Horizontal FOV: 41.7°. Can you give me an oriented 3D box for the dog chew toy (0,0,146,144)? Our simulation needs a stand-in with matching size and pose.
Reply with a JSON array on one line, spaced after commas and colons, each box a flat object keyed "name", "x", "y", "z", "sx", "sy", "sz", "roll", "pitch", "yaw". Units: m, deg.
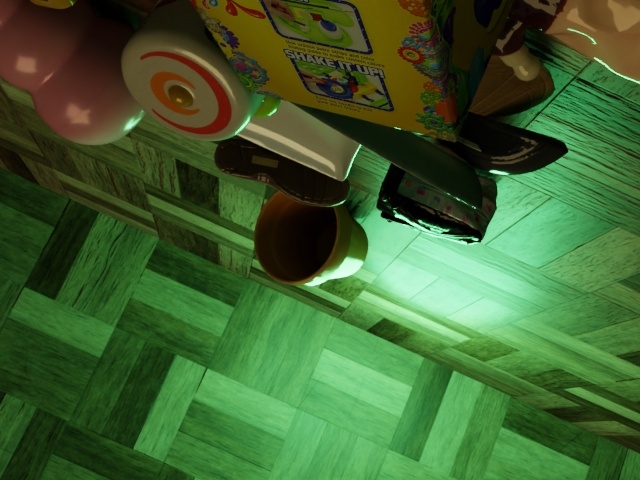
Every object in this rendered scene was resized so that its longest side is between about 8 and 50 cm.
[{"name": "dog chew toy", "x": -0.412, "y": -0.300, "z": 1.293, "sx": 0.332, "sy": 0.207, "sz": 0.206, "roll": 41, "pitch": 159, "yaw": -28}]

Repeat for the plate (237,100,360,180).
[{"name": "plate", "x": -0.061, "y": -0.206, "z": 1.355, "sx": 0.277, "sy": 0.045, "sz": 0.278, "roll": 25, "pitch": 165, "yaw": -1}]

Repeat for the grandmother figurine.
[{"name": "grandmother figurine", "x": 0.222, "y": -0.227, "z": 0.771, "sx": 0.342, "sy": 0.104, "sz": 0.208, "roll": 27, "pitch": 138, "yaw": -2}]

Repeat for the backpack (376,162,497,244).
[{"name": "backpack", "x": 0.187, "y": -0.065, "z": 1.331, "sx": 0.182, "sy": 0.115, "sz": 0.152, "roll": 21, "pitch": 176, "yaw": 6}]

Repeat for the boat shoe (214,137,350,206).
[{"name": "boat shoe", "x": -0.064, "y": -0.134, "z": 1.562, "sx": 0.257, "sy": 0.095, "sz": 0.095, "roll": 21, "pitch": -171, "yaw": 5}]

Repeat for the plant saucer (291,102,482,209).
[{"name": "plant saucer", "x": 0.077, "y": -0.137, "z": 1.073, "sx": 0.317, "sy": 0.044, "sz": 0.317, "roll": 28, "pitch": -171, "yaw": -5}]

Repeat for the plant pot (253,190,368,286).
[{"name": "plant pot", "x": 0.000, "y": 0.000, "z": 1.723, "sx": 0.205, "sy": 0.205, "sz": 0.188, "roll": 13, "pitch": 177, "yaw": 34}]

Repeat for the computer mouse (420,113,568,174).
[{"name": "computer mouse", "x": 0.195, "y": -0.125, "z": 1.071, "sx": 0.262, "sy": 0.060, "sz": 0.184, "roll": 22, "pitch": -171, "yaw": 30}]

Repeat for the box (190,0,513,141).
[{"name": "box", "x": 0.037, "y": -0.266, "z": 0.521, "sx": 0.177, "sy": 0.290, "sz": 0.279, "roll": 18, "pitch": 165, "yaw": 22}]

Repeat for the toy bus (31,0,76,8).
[{"name": "toy bus", "x": -0.387, "y": -0.393, "z": 1.095, "sx": 0.202, "sy": 0.104, "sz": 0.191, "roll": 29, "pitch": 164, "yaw": -19}]

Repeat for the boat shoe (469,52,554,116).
[{"name": "boat shoe", "x": 0.160, "y": -0.214, "z": 0.914, "sx": 0.098, "sy": 0.096, "sz": 0.277, "roll": -31, "pitch": 149, "yaw": 35}]

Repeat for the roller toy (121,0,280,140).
[{"name": "roller toy", "x": -0.164, "y": -0.236, "z": 1.132, "sx": 0.209, "sy": 0.146, "sz": 0.191, "roll": 17, "pitch": 146, "yaw": 12}]
